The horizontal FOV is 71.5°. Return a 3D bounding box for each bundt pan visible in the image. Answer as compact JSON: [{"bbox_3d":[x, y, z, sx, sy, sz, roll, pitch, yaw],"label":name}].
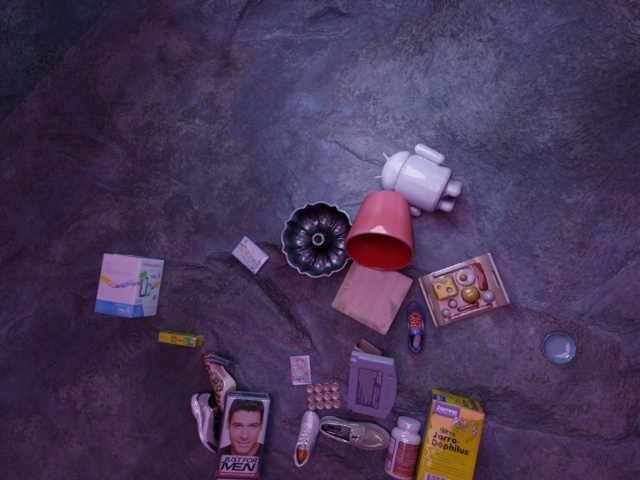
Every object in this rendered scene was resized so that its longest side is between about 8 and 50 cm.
[{"bbox_3d":[0.000,0.000,1.938,0.331,0.124,0.330,-1,85,11],"label":"bundt pan"}]

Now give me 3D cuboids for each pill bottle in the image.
[{"bbox_3d":[0.336,0.831,1.789,0.121,0.121,0.216,13,88,13],"label":"pill bottle"}]

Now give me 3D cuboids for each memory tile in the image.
[{"bbox_3d":[0.013,0.674,1.925,0.148,0.012,0.113,-9,87,11],"label":"memory tile"}]

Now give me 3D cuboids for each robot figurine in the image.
[{"bbox_3d":[0.401,-0.244,1.836,0.354,0.200,0.299,25,118,13],"label":"robot figurine"}]

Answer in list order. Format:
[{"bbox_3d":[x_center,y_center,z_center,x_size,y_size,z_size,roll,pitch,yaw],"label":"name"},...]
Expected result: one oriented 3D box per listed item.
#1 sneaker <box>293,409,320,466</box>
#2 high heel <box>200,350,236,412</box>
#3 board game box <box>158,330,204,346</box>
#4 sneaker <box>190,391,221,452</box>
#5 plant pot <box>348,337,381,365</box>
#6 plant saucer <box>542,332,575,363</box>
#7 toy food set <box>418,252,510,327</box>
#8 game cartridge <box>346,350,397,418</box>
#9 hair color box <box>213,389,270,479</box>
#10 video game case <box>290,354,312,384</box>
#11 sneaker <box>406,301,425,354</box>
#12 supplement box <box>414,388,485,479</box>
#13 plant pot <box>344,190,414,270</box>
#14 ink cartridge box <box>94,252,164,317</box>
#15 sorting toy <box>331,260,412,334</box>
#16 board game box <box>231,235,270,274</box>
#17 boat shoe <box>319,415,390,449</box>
[{"bbox_3d":[-0.057,0.841,1.886,0.088,0.092,0.228,8,85,14],"label":"sneaker"},{"bbox_3d":[-0.477,0.638,2.017,0.186,0.093,0.261,9,99,34],"label":"high heel"},{"bbox_3d":[-0.639,0.452,2.045,0.181,0.092,0.043,6,86,12],"label":"board game box"},{"bbox_3d":[-0.490,0.809,1.980,0.108,0.100,0.271,-22,81,4],"label":"sneaker"},{"bbox_3d":[0.179,0.494,1.868,0.109,0.109,0.096,33,105,13],"label":"plant pot"},{"bbox_3d":[0.937,0.423,1.752,0.119,0.021,0.119,-1,84,11],"label":"plant saucer"},{"bbox_3d":[0.580,0.205,1.812,0.306,0.092,0.219,-21,81,9],"label":"toy food set"},{"bbox_3d":[0.213,0.590,1.811,0.198,0.062,0.297,7,116,9],"label":"game cartridge"},{"bbox_3d":[-0.338,0.849,1.904,0.186,0.113,0.374,9,86,-13],"label":"hair color box"},{"bbox_3d":[-0.086,0.571,1.959,0.087,0.011,0.122,-7,84,11],"label":"video game case"},{"bbox_3d":[0.398,0.364,1.838,0.083,0.087,0.221,-6,84,11],"label":"sneaker"},{"bbox_3d":[0.494,0.794,1.722,0.195,0.194,0.356,11,87,13],"label":"supplement box"},{"bbox_3d":[0.250,-0.050,1.787,0.275,0.275,0.243,6,57,12],"label":"plant pot"},{"bbox_3d":[-0.883,0.206,2.066,0.197,0.198,0.270,7,87,13],"label":"ink cartridge box"},{"bbox_3d":[0.221,0.223,1.888,0.256,0.089,0.257,27,91,13],"label":"sorting toy"},{"bbox_3d":[-0.322,0.069,2.048,0.154,0.026,0.103,41,94,13],"label":"board game box"},{"bbox_3d":[0.137,0.809,1.847,0.303,0.094,0.109,7,86,12],"label":"boat shoe"}]
